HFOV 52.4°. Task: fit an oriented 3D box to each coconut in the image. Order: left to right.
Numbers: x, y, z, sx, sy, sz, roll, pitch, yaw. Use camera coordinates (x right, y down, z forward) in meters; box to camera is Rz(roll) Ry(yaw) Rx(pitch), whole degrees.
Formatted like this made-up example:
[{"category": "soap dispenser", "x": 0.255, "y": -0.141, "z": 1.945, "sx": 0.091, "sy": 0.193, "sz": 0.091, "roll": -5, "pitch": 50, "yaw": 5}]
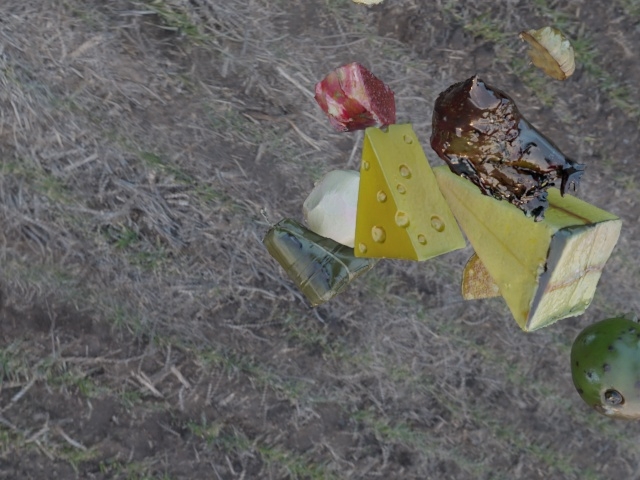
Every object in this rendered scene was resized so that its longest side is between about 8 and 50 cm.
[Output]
[{"category": "coconut", "x": 0.042, "y": -0.061, "z": 1.432, "sx": 0.182, "sy": 0.171, "sz": 0.170, "roll": -55, "pitch": 126, "yaw": -29}]

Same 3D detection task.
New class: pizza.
[{"category": "pizza", "x": 0.418, "y": 0.092, "z": 1.615, "sx": 0.046, "sy": 0.134, "sz": 0.175, "roll": -26, "pitch": 154, "yaw": -49}]

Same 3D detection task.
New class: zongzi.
[{"category": "zongzi", "x": 0.000, "y": 0.000, "z": 1.124, "sx": 0.178, "sy": 0.081, "sz": 0.189, "roll": -34, "pitch": 81, "yaw": -37}]

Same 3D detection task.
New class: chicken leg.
[{"category": "chicken leg", "x": 0.159, "y": -0.081, "z": 0.577, "sx": 0.234, "sy": 0.105, "sz": 0.063, "roll": 28, "pitch": 63, "yaw": -41}]

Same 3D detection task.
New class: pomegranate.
[{"category": "pomegranate", "x": 0.594, "y": 0.235, "z": 1.275, "sx": 0.248, "sy": 0.202, "sz": 0.202, "roll": -43, "pitch": 127, "yaw": -43}]

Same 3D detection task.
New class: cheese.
[{"category": "cheese", "x": 0.103, "y": -0.067, "z": 0.852, "sx": 0.093, "sy": 0.126, "sz": 0.171, "roll": -14, "pitch": 99, "yaw": -37}]

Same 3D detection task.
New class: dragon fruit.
[{"category": "dragon fruit", "x": 0.077, "y": -0.307, "z": 1.531, "sx": 0.274, "sy": 0.161, "sz": 0.126, "roll": 9, "pitch": 74, "yaw": -64}]

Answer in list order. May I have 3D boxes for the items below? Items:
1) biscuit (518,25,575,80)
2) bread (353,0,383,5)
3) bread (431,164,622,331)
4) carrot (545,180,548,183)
[{"category": "biscuit", "x": 0.476, "y": -0.385, "z": 1.331, "sx": 0.061, "sy": 0.118, "sz": 0.183, "roll": -49, "pitch": 161, "yaw": 10}, {"category": "bread", "x": 0.122, "y": -0.445, "z": 0.931, "sx": 0.240, "sy": 0.135, "sz": 0.178, "roll": -12, "pitch": 112, "yaw": 4}, {"category": "bread", "x": 0.294, "y": -0.005, "z": 1.001, "sx": 0.168, "sy": 0.264, "sz": 0.163, "roll": -10, "pitch": 122, "yaw": -33}, {"category": "carrot", "x": 0.443, "y": -0.107, "z": 1.397, "sx": 0.216, "sy": 0.048, "sz": 0.048, "roll": -46, "pitch": 122, "yaw": -3}]
